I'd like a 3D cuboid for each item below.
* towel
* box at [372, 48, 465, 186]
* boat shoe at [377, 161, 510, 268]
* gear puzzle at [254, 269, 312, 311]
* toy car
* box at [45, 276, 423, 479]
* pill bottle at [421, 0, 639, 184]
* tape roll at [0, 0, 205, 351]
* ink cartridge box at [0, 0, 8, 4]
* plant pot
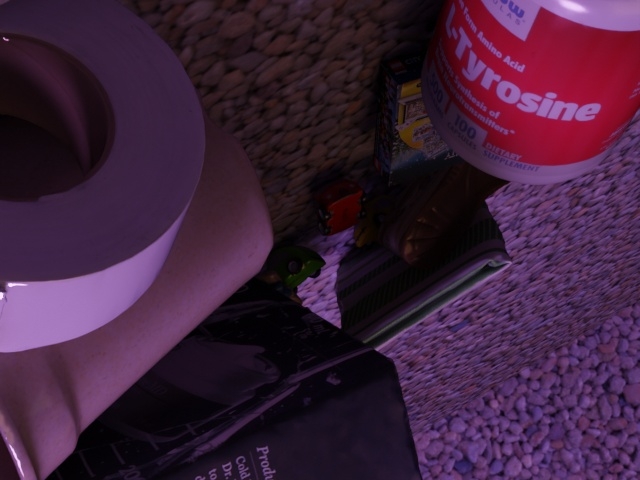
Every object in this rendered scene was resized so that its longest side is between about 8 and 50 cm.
[{"bbox_3d":[0.126,0.036,1.815,0.248,0.038,0.325,-34,-166,8],"label":"towel"},{"bbox_3d":[0.175,-0.164,1.590,0.233,0.044,0.159,-19,142,-18],"label":"box"},{"bbox_3d":[0.177,-0.095,1.730,0.285,0.089,0.104,-48,124,-9],"label":"boat shoe"},{"bbox_3d":[-0.182,0.141,1.800,0.338,0.044,0.175,-22,150,9],"label":"gear puzzle"},{"bbox_3d":[0.000,0.000,1.787,0.225,0.053,0.239,-38,158,18],"label":"toy car"},{"bbox_3d":[-0.202,0.268,1.454,0.471,0.480,0.297,-21,112,-22],"label":"box"},{"bbox_3d":[0.244,-0.246,1.317,0.229,0.229,0.408,-23,157,-20],"label":"pill bottle"},{"bbox_3d":[-0.231,-0.064,1.002,0.286,0.286,0.100,-18,156,-30],"label":"tape roll"},{"bbox_3d":[-0.207,-0.235,0.960,0.150,0.063,0.109,-29,159,-6],"label":"ink cartridge box"},{"bbox_3d":[-0.221,0.010,1.195,0.305,0.334,0.334,-34,162,-24],"label":"plant pot"}]
